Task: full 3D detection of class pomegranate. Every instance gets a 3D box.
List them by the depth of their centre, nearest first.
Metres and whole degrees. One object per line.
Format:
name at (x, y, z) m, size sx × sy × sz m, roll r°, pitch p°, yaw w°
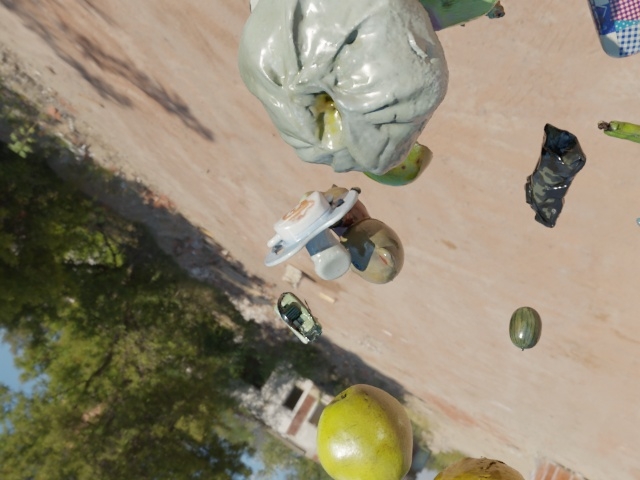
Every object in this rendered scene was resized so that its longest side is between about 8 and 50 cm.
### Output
pomegranate at (0.256, -0.311, 2.203) m, size 0.310 × 0.216 × 0.358 m, roll 35°, pitch 179°, yaw 21°

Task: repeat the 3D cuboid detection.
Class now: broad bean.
broad bean at (0.785, -0.230, 1.330) m, size 0.318 × 0.056 × 0.098 m, roll 11°, pitch -160°, yaw 5°

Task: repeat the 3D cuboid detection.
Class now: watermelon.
watermelon at (0.505, 0.218, 1.442) m, size 0.078 × 0.111 × 0.078 m, roll 9°, pitch 172°, yaw 1°

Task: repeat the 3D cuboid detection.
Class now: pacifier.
pacifier at (0.000, 0.000, 1.415) m, size 0.207 × 0.279 × 0.227 m, roll 52°, pitch 179°, yaw -10°

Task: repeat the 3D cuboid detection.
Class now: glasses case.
glasses case at (0.694, -0.595, 1.376) m, size 0.076 × 0.125 × 0.327 m, roll -72°, pitch -40°, yaw -72°

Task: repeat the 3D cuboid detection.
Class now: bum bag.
bum bag at (0.614, -0.170, 1.552) m, size 0.340 × 0.095 × 0.144 m, roll 80°, pitch 167°, yaw -57°

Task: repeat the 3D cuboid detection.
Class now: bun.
bun at (0.018, -0.251, 0.913) m, size 0.354 × 0.194 × 0.354 m, roll 20°, pitch 144°, yaw 15°

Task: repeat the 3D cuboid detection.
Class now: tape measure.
tape measure at (-0.081, 0.276, 2.159) m, size 0.207 × 0.115 × 0.235 m, roll 49°, pitch 174°, yaw 4°

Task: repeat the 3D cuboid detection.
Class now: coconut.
coconut at (0.212, -0.497, 1.045) m, size 0.236 × 0.204 × 0.236 m, roll -2°, pitch 142°, yaw -2°

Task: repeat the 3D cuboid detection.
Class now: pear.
pear at (0.126, 0.559, 1.666) m, size 0.294 × 0.294 × 0.294 m, roll 30°, pitch 167°, yaw 8°

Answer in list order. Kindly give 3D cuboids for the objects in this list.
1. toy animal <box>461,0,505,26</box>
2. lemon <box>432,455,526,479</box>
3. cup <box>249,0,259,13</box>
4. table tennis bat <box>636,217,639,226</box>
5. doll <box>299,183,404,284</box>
toy animal at (0.423, -0.681, 1.704) m, size 0.241 × 0.099 × 0.057 m, roll 41°, pitch 162°, yaw 35°
lemon at (0.321, 0.567, 1.154) m, size 0.253 × 0.253 × 0.310 m, roll 31°, pitch -154°, yaw 2°
cup at (-0.010, -0.547, 1.313) m, size 0.279 × 0.196 × 0.196 m, roll 10°, pitch 164°, yaw 7°
table tennis bat at (0.745, -0.060, 1.223) m, size 0.155 × 0.019 × 0.100 m, roll -19°, pitch 161°, yaw 17°
doll at (0.097, -0.023, 1.587) m, size 0.330 × 0.174 × 0.235 m, roll 49°, pitch 172°, yaw 16°
